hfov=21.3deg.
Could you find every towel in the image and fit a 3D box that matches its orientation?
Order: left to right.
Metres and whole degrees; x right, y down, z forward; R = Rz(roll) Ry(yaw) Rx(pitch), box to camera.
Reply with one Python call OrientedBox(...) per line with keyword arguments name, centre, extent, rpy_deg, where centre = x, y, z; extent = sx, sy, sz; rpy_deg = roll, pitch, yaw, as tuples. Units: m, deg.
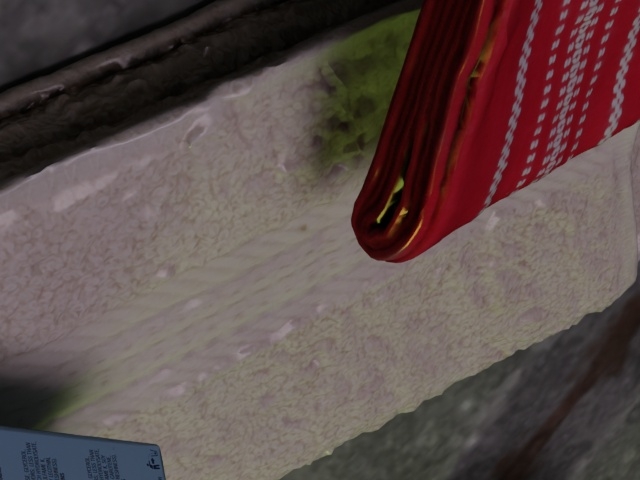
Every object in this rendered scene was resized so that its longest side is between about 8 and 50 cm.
OrientedBox(name="towel", centre=(0.000, 0.000, 0.545), extent=(0.282, 0.049, 0.187), rpy_deg=(-27, 138, -20))
OrientedBox(name="towel", centre=(0.130, -0.107, 0.476), extent=(0.275, 0.031, 0.199), rpy_deg=(-27, 151, -33))

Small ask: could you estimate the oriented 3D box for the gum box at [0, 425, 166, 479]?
OrientedBox(name="gum box", centre=(-0.157, 0.092, 0.445), extent=(0.157, 0.041, 0.184), rpy_deg=(-31, 150, 32))
